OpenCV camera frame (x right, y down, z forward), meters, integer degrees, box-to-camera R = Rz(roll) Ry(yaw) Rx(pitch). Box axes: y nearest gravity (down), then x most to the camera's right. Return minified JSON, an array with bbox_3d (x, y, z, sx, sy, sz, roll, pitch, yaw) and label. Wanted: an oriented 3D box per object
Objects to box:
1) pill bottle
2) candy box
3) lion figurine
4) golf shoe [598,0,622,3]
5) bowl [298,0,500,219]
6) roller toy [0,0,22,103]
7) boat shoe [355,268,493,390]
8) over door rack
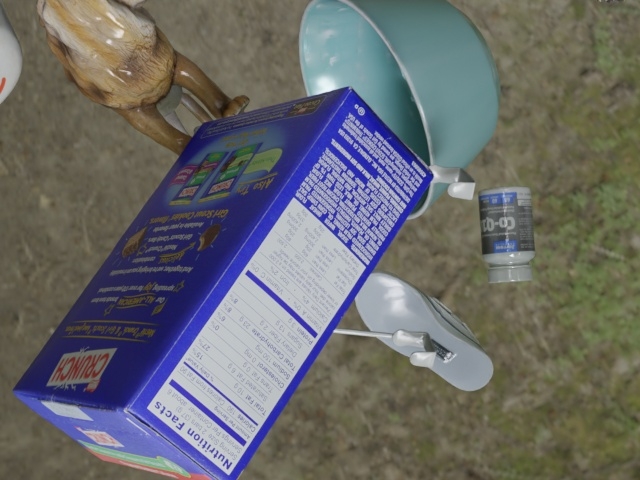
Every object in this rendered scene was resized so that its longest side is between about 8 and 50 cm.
[{"bbox_3d":[0.272,-0.008,1.940,0.078,0.078,0.137,-3,86,-16],"label":"pill bottle"},{"bbox_3d":[-0.088,0.039,1.122,0.122,0.268,0.317,43,68,-22],"label":"candy box"},{"bbox_3d":[-0.195,-0.184,1.513,0.240,0.392,0.142,39,82,3],"label":"lion figurine"},{"bbox_3d":[0.293,-0.341,1.542,0.186,0.086,0.067,22,156,-15],"label":"golf shoe"},{"bbox_3d":[0.119,-0.199,1.741,0.163,0.311,0.312,-25,136,-22],"label":"bowl"},{"bbox_3d":[-0.383,-0.183,1.248,0.209,0.146,0.191,-33,163,19],"label":"roller toy"},{"bbox_3d":[0.145,0.124,1.950,0.095,0.084,0.258,-42,112,13],"label":"boat shoe"},{"bbox_3d":[0.000,0.000,1.564,0.324,0.108,0.240,11,113,3],"label":"over door rack"}]
